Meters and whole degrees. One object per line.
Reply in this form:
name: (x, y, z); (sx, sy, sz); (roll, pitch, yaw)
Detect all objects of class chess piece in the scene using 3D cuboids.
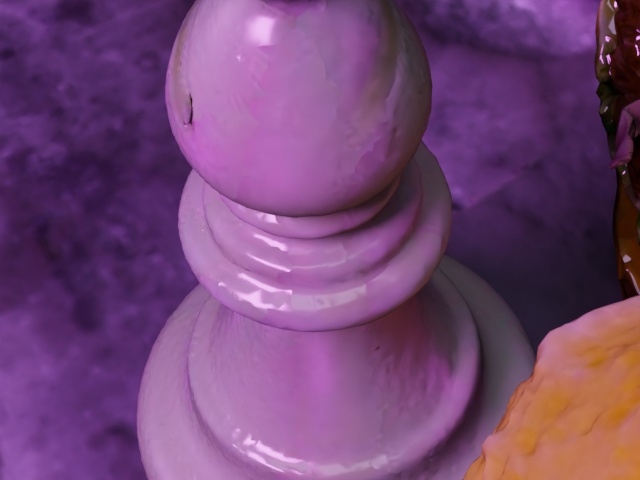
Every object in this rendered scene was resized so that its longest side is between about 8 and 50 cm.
chess piece: (0.000, 0.000, 0.573); (0.139, 0.272, 0.139); (-2, 55, 3)

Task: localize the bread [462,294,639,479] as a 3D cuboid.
bread: (0.138, 0.104, 0.543); (0.197, 0.170, 0.197); (2, 83, -16)

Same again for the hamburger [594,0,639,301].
hamburger: (0.202, -0.058, 0.630); (0.243, 0.262, 0.139); (-13, 25, -9)
